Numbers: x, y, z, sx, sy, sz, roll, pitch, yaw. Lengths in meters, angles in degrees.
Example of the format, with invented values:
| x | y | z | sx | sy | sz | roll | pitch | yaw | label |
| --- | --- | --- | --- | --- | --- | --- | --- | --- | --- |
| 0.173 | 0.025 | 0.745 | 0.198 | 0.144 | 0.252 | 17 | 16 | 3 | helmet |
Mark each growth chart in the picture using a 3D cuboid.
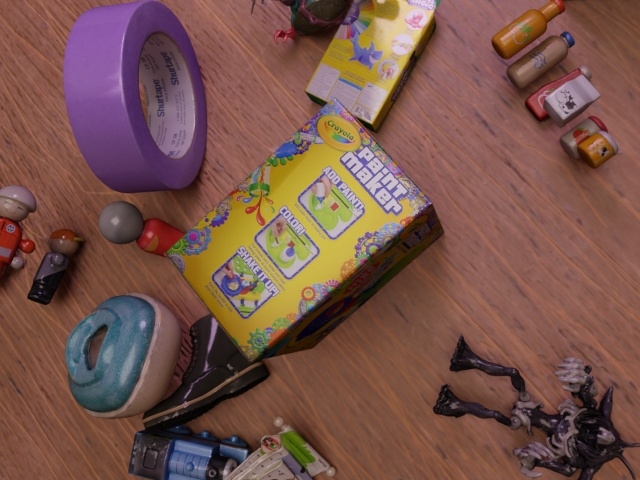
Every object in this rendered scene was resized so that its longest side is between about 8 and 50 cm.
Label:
| x | y | z | sx | sy | sz | roll | pitch | yaw | label |
| --- | --- | --- | --- | --- | --- | --- | --- | --- | --- |
| -0.087 | 0.382 | 0.952 | 0.237 | 0.021 | 0.172 | -47 | 118 | -3 | growth chart |

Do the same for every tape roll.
| x | y | z | sx | sy | sz | roll | pitch | yaw | label |
| --- | --- | --- | --- | --- | --- | --- | --- | --- | --- |
| -0.263 | -0.210 | 0.978 | 0.090 | 0.275 | 0.275 | -4 | 83 | 13 | tape roll |

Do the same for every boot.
| x | y | z | sx | sy | sz | roll | pitch | yaw | label |
| --- | --- | --- | --- | --- | --- | --- | --- | --- | --- |
| -0.196 | 0.194 | 1.004 | 0.198 | 0.077 | 0.137 | -22 | 71 | -24 | boot |

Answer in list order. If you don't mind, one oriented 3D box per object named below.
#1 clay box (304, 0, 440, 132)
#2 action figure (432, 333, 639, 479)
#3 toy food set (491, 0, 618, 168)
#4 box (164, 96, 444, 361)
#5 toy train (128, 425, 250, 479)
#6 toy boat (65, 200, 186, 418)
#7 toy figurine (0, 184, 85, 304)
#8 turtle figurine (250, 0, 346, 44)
| x | y | z | sx | sy | sz | roll | pitch | yaw | label |
| --- | --- | --- | --- | --- | --- | --- | --- | --- | --- |
| 0.085 | -0.296 | 1.019 | 0.127 | 0.053 | 0.222 | 30 | 90 | 16 | clay box |
| 0.295 | 0.235 | 0.867 | 0.275 | 0.141 | 0.164 | 20 | 77 | 16 | action figure |
| 0.351 | -0.216 | 0.916 | 0.104 | 0.111 | 0.232 | -36 | 74 | 8 | toy food set |
| 0.000 | 0.000 | 0.884 | 0.279 | 0.290 | 0.177 | -42 | 76 | 7 | box |
| -0.192 | 0.330 | 0.988 | 0.184 | 0.105 | 0.080 | 9 | 86 | 14 | toy train |
| -0.303 | 0.104 | 0.992 | 0.267 | 0.148 | 0.318 | -13 | 59 | 51 | toy boat |
| -0.517 | -0.003 | 1.053 | 0.213 | 0.209 | 0.148 | 8 | 70 | 20 | toy figurine |
| -0.003 | -0.384 | 1.004 | 0.175 | 0.234 | 0.118 | -25 | 92 | -32 | turtle figurine |
